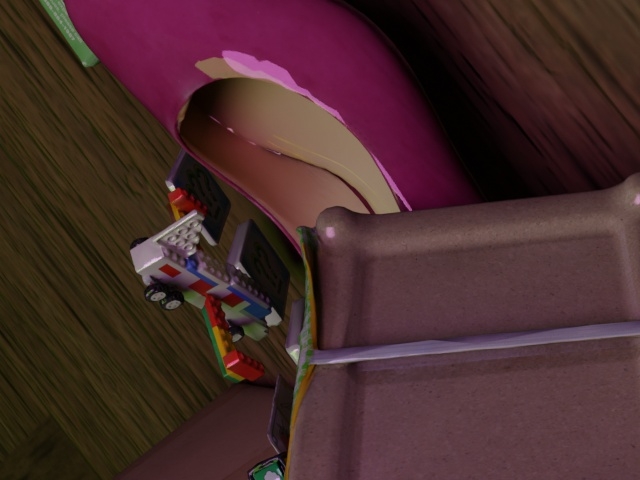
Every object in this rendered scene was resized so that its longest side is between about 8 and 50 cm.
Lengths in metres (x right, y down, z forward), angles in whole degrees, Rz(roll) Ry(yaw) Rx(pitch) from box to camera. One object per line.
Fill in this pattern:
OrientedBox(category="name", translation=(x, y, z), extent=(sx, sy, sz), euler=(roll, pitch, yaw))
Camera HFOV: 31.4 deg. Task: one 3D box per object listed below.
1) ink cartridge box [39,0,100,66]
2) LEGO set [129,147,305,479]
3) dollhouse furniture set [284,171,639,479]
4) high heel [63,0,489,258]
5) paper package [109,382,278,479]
OrientedBox(category="ink cartridge box", translation=(-0.098, -0.216, 0.619), extent=(0.154, 0.093, 0.212), euler=(55, 142, -4))
OrientedBox(category="LEGO set", translation=(-0.030, 0.042, 0.651), extent=(0.060, 0.244, 0.182), euler=(-31, 106, 14))
OrientedBox(category="dollhouse furniture set", translation=(0.143, 0.090, 0.440), extent=(0.301, 0.198, 0.151), euler=(-6, 131, 12))
OrientedBox(category="high heel", translation=(0.000, 0.000, 0.548), extent=(0.377, 0.181, 0.127), euler=(31, 148, 6))
OrientedBox(category="paper package", translation=(-0.062, 0.305, 0.784), extent=(0.168, 0.325, 0.310), euler=(-6, 112, 46))
